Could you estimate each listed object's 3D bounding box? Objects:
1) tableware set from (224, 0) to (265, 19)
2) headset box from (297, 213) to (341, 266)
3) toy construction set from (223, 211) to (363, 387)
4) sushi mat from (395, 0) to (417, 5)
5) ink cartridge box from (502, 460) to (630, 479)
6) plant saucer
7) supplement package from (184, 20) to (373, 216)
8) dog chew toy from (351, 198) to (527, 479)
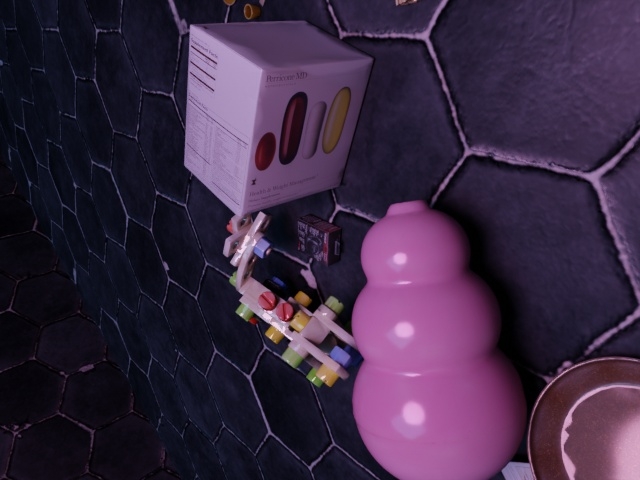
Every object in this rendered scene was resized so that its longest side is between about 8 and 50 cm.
[{"bbox_3d":[-0.140,-0.420,0.813,0.154,0.024,0.104,56,140,15],"label":"tableware set"},{"bbox_3d":[0.000,0.000,0.835,0.083,0.032,0.062,25,125,40],"label":"headset box"},{"bbox_3d":[-0.058,0.106,0.830,0.327,0.151,0.215,50,173,20],"label":"toy construction set"},{"bbox_3d":[0.121,-0.422,0.508,0.151,0.019,0.316,10,114,48],"label":"sushi mat"},{"bbox_3d":[0.321,0.323,0.607,0.179,0.045,0.145,-34,80,57],"label":"ink cartridge box"},{"bbox_3d":[0.314,0.220,0.513,0.199,0.036,0.198,-17,65,42],"label":"plant saucer"},{"bbox_3d":[-0.063,-0.174,0.699,0.149,0.194,0.203,40,134,30],"label":"supplement package"},{"bbox_3d":[0.130,0.116,0.616,0.207,0.207,0.331,-5,94,51],"label":"dog chew toy"}]
